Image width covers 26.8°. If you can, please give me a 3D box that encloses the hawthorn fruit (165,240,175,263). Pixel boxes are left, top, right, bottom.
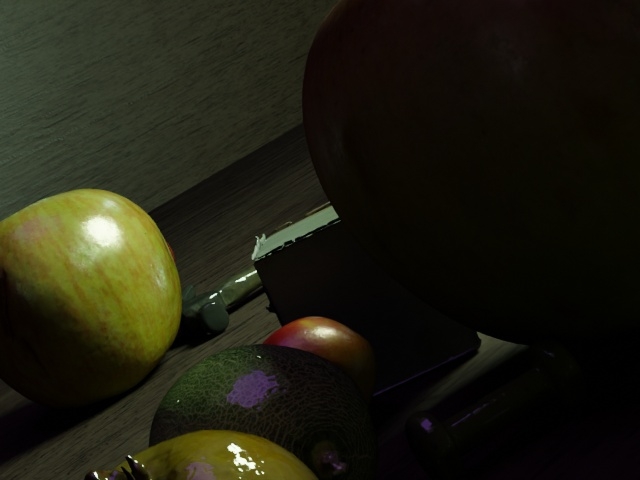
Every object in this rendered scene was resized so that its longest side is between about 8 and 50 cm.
[{"bbox_3d":[-0.266,0.052,1.894,0.148,0.148,0.172,-30,27,-19],"label":"hawthorn fruit"}]

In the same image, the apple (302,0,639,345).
[{"bbox_3d":[0.171,-0.092,0.928,0.338,0.305,0.338,-34,-2,-1],"label":"apple"}]

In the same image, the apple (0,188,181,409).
[{"bbox_3d":[-0.286,0.075,1.579,0.264,0.264,0.264,-26,10,5],"label":"apple"}]

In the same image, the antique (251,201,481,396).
[{"bbox_3d":[0.039,0.036,1.131,0.146,0.152,0.148,-25,8,9],"label":"antique"}]

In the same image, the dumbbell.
[{"bbox_3d":[0.112,0.108,0.851,0.118,0.052,0.046,-28,27,-14],"label":"dumbbell"}]

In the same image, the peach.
[{"bbox_3d":[-0.006,0.110,1.029,0.100,0.101,0.101,-26,10,5],"label":"peach"}]

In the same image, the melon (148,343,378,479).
[{"bbox_3d":[-0.036,0.134,0.855,0.139,0.139,0.192,-32,12,-29],"label":"melon"}]

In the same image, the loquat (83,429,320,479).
[{"bbox_3d":[-0.061,0.172,0.713,0.163,0.163,0.137,-18,44,41],"label":"loquat"}]

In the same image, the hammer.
[{"bbox_3d":[0.000,0.000,1.732,0.440,0.044,0.168,-30,12,-22],"label":"hammer"}]
